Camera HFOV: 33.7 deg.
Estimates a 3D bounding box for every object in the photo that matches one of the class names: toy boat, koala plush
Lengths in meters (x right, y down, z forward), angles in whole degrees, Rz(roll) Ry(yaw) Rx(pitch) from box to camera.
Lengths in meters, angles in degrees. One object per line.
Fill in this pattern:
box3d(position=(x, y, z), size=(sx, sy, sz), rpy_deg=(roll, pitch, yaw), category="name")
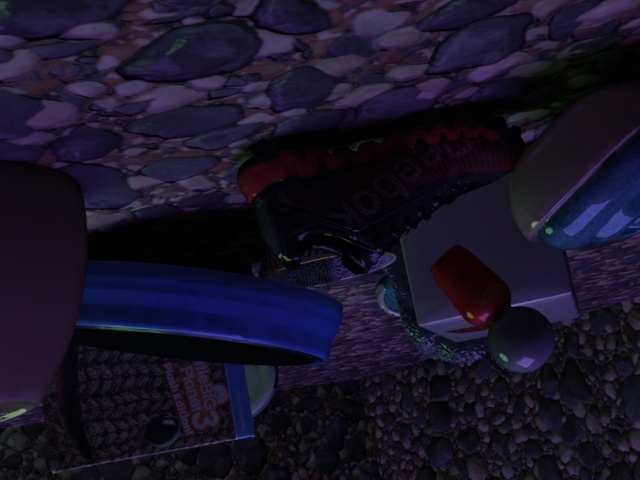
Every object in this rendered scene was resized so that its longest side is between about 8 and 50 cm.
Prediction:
box3d(position=(0.249, -0.014, 1.018), size=(0.318, 0.148, 0.267), rpy_deg=(-50, 164, 29), category="toy boat")
box3d(position=(0.190, 0.074, 1.568), size=(0.196, 0.203, 0.221), rpy_deg=(-11, 180, 2), category="koala plush")

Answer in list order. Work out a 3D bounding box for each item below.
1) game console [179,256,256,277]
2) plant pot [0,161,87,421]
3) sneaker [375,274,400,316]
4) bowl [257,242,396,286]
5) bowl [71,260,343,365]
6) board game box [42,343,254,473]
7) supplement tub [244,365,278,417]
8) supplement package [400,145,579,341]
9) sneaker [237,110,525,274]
box3d(position=(-0.132, 0.066, 1.463), size=(0.107, 0.071, 0.122), rpy_deg=(-15, 167, 19), category="game console")
box3d(position=(-0.337, 0.071, 0.955), size=(0.284, 0.190, 0.284), rpy_deg=(-15, 166, -4), category="plant pot")
box3d(position=(0.230, 0.074, 1.776), size=(0.275, 0.107, 0.110), rpy_deg=(-8, 158, -16), category="sneaker")
box3d(position=(0.000, 0.000, 1.251), size=(0.170, 0.080, 0.170), rpy_deg=(-10, 168, -2), category="bowl")
box3d(position=(-0.170, 0.100, 1.324), size=(0.391, 0.077, 0.391), rpy_deg=(6, 168, 1), category="bowl")
box3d(position=(-0.264, 0.202, 1.565), size=(0.291, 0.232, 0.141), rpy_deg=(-9, 173, -12), category="board game box")
box3d(position=(-0.192, 0.284, 2.135), size=(0.194, 0.193, 0.316), rpy_deg=(-9, 167, -10), category="supplement tub")
box3d(position=(0.208, 0.017, 1.287), size=(0.178, 0.175, 0.293), rpy_deg=(-13, 168, 13), category="supplement package")
box3d(position=(0.066, -0.040, 0.998), size=(0.276, 0.135, 0.097), rpy_deg=(-11, 166, -4), category="sneaker")
